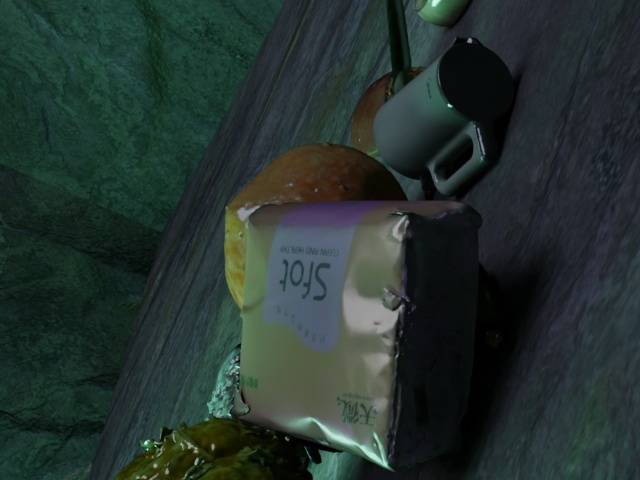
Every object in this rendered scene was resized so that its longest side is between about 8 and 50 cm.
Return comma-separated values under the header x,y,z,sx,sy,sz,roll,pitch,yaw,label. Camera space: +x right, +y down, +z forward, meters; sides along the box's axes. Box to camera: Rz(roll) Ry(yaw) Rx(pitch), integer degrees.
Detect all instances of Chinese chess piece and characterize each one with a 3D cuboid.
x,y,z,sx,sy,sz,roll,pitch,yaw,label
0.163,-0.326,1.886,0.122,0.051,0.122,-157,90,-81,Chinese chess piece

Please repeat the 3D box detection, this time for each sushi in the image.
x,y,z,sx,sy,sz,roll,pitch,yaw,label
-0.074,0.215,1.731,0.147,0.115,0.212,-60,11,15,sushi

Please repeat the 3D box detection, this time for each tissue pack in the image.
x,y,z,sx,sy,sz,roll,pitch,yaw,label
0.032,0.073,1.298,0.256,0.123,0.215,2,89,57,tissue pack

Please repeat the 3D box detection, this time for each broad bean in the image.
x,y,z,sx,sy,sz,roll,pitch,yaw,label
0.122,0.042,1.350,0.297,0.043,0.060,-147,71,-78,broad bean

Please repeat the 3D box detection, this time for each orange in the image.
x,y,z,sx,sy,sz,roll,pitch,yaw,label
-0.114,0.314,1.414,0.301,0.223,0.300,145,132,-60,orange

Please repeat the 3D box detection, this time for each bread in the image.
x,y,z,sx,sy,sz,roll,pitch,yaw,label
0.089,-0.160,1.844,0.119,0.067,0.192,-69,12,-12,bread

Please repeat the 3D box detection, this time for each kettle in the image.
x,y,z,sx,sy,sz,roll,pitch,yaw,label
0.124,-0.122,1.541,0.148,0.098,0.127,-39,24,60,kettle

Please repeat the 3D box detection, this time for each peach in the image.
x,y,z,sx,sy,sz,roll,pitch,yaw,label
0.000,0.000,1.593,0.233,0.232,0.232,-62,12,24,peach

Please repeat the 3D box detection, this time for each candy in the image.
x,y,z,sx,sy,sz,roll,pitch,yaw,label
0.086,-0.289,1.812,0.440,0.119,0.119,-90,25,-50,candy

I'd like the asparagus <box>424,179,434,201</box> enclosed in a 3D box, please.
x,y,z,sx,sy,sz,roll,pitch,yaw,label
0.136,-0.114,1.666,0.016,0.016,0.163,-10,54,54,asparagus

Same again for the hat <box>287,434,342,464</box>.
x,y,z,sx,sy,sz,roll,pitch,yaw,label
0.007,0.135,1.535,0.129,0.140,0.227,-37,-1,1,hat
